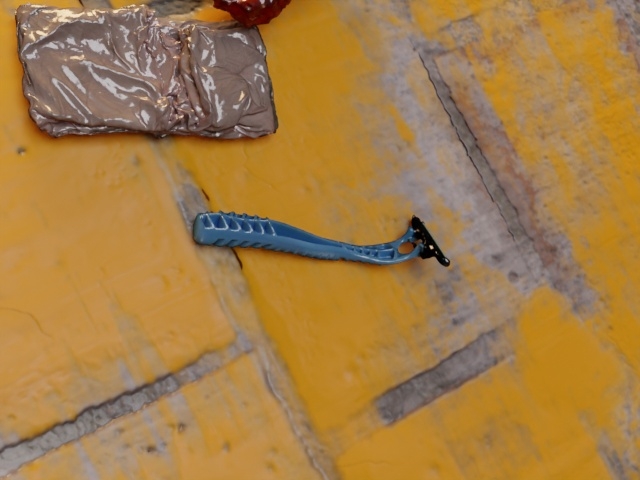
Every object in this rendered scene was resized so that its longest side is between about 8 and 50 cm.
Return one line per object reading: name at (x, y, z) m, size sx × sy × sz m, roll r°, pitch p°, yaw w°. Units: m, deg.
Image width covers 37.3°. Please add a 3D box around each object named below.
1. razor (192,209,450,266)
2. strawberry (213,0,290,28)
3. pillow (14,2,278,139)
razor at (0.000, 0.000, 0.929) m, size 0.253 × 0.042 × 0.082 m, roll 6°, pitch 30°, yaw -22°
strawberry at (-0.048, -0.337, 0.978) m, size 0.188 × 0.106 × 0.286 m, roll 21°, pitch 72°, yaw 2°
pillow at (-0.158, -0.162, 0.902) m, size 0.249 × 0.049 × 0.135 m, roll -2°, pitch 74°, yaw -24°
